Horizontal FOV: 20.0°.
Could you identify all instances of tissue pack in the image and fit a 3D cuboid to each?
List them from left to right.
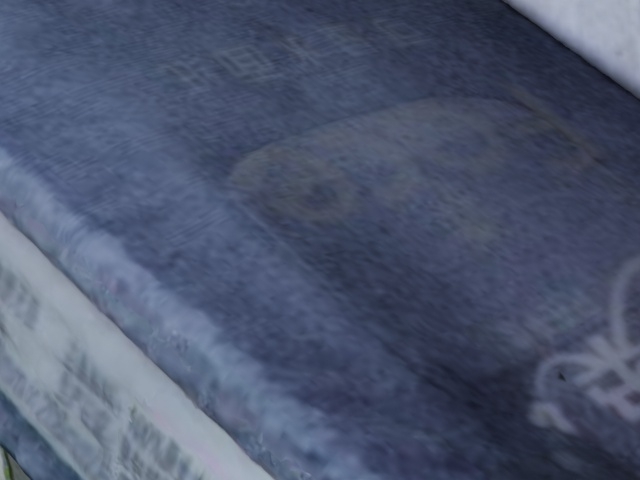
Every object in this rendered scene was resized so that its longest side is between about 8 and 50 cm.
[{"bbox_3d":[0.000,0.000,0.686,0.394,0.288,0.124,42,132,31],"label":"tissue pack"}]
